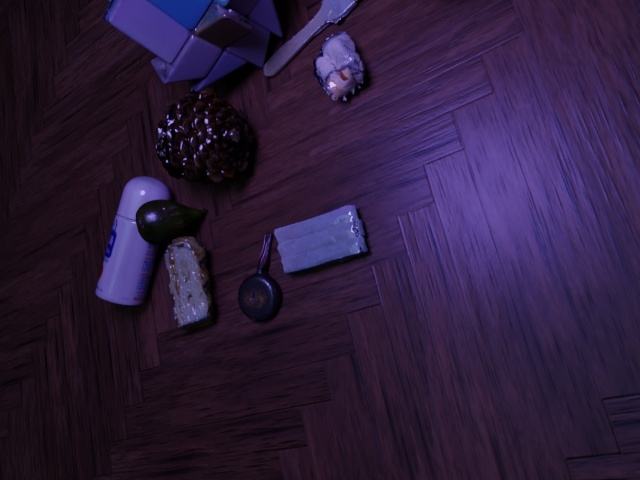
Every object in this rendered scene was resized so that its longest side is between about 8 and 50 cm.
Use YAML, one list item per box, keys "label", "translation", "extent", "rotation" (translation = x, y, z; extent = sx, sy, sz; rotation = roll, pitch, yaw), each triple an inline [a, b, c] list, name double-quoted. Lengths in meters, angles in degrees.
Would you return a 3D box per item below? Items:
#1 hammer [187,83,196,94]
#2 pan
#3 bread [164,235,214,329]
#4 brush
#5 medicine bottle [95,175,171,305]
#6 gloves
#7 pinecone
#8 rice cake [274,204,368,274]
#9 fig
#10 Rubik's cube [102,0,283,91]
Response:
- label: "hammer"
  translation: [-0.320, -0.545, 1.355]
  extent: [0.125, 0.027, 0.297]
  rotation: [18, 93, 36]
- label: "pan"
  translation: [-0.138, 0.084, 1.161]
  extent: [0.115, 0.040, 0.212]
  rotation: [6, 87, 26]
- label: "bread"
  translation: [-0.321, 0.103, 1.244]
  extent: [0.128, 0.088, 0.232]
  rotation: [-19, 81, 37]
- label: "brush"
  translation: [-0.014, -0.506, 1.173]
  extent: [0.336, 0.020, 0.085]
  rotation: [-35, 68, 23]
- label: "medicine bottle"
  translation: [-0.496, -0.005, 1.331]
  extent: [0.130, 0.130, 0.341]
  rotation: [19, 93, 31]
- label: "gloves"
  translation: [0.039, -0.386, 1.097]
  extent: [0.114, 0.070, 0.153]
  rotation: [-36, 61, 31]
- label: "pinecone"
  translation: [-0.289, -0.246, 1.192]
  extent: [0.272, 0.224, 0.224]
  rotation: [11, 89, 43]
- label: "rice cake"
  translation: [0.000, 0.000, 1.089]
  extent: [0.211, 0.038, 0.124]
  rotation: [-22, 73, 26]
- label: "fig"
  translation: [-0.371, -0.052, 1.247]
  extent: [0.117, 0.178, 0.117]
  rotation: [171, 90, -71]
- label: "Rubik's cube"
  translation: [-0.295, -0.564, 1.141]
  extent: [0.387, 0.368, 0.358]
  rotation: [-44, 63, 25]
